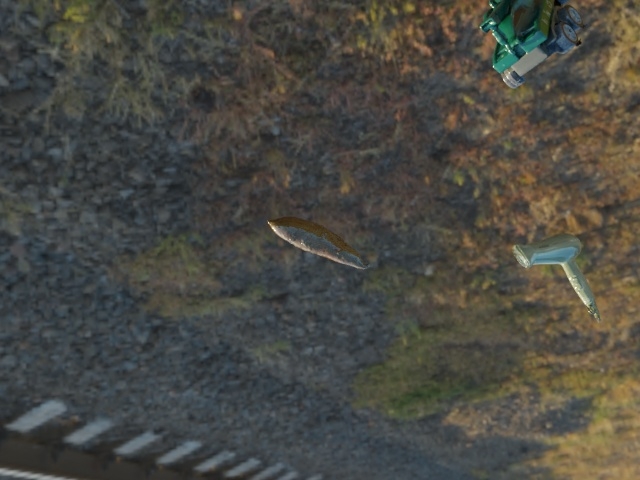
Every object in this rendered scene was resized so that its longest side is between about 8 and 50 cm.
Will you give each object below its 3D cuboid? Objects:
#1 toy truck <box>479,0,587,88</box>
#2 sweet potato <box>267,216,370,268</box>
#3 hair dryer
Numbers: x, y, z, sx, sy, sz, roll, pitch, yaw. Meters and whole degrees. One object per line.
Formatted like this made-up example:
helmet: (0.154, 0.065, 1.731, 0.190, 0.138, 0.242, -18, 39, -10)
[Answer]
toy truck: (0.438, -0.478, 1.791, 0.178, 0.363, 0.176, 42, 134, -15)
sweet potato: (0.000, 0.000, 1.561, 0.206, 0.068, 0.060, 29, 130, -5)
hair dryer: (0.573, 0.093, 1.994, 0.206, 0.237, 0.075, -11, 152, -41)
